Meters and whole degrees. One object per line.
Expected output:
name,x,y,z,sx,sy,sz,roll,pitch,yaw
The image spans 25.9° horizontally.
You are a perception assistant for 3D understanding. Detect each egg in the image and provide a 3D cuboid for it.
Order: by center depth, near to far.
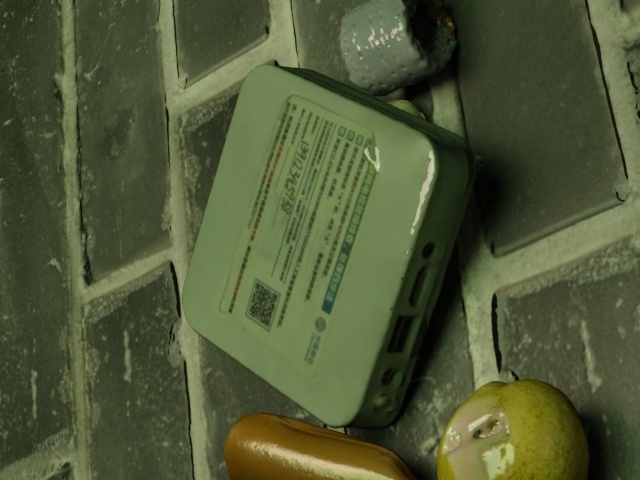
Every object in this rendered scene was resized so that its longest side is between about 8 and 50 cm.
egg,0.098,-0.151,1.843,0.083,0.071,0.071,-5,72,43

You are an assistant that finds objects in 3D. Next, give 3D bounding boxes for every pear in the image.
pear,0.213,0.236,1.524,0.178,0.178,0.178,-17,64,38

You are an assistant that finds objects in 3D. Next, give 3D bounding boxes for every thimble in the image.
thimble,0.099,-0.267,1.828,0.117,0.151,0.127,-20,103,33

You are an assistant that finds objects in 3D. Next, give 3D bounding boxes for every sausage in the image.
sausage,0.030,0.288,1.696,0.328,0.112,0.112,9,81,29

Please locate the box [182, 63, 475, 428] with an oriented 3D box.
box,0.000,0.001,1.813,0.396,0.111,0.396,31,109,44
